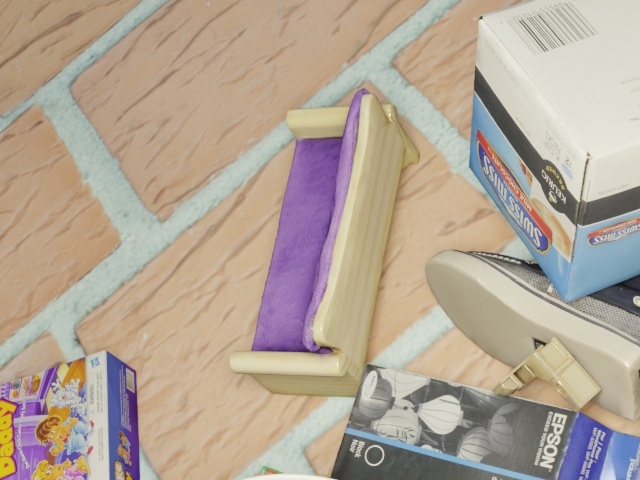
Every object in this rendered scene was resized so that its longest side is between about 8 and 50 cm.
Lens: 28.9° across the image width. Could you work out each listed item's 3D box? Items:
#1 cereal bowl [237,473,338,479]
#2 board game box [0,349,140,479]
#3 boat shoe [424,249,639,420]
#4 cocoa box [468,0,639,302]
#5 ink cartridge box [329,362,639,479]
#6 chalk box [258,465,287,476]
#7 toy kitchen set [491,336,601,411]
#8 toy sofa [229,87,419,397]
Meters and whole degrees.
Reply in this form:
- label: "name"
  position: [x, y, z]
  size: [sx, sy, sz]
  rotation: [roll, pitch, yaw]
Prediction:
- label: "cereal bowl"
  position: [-0.029, 0.387, 1.109]
  size: [0.339, 0.141, 0.339]
  rotation: [5, 56, -7]
- label: "board game box"
  position: [-0.345, 0.337, 1.566]
  size: [0.233, 0.078, 0.347]
  rotation: [-19, 56, 17]
- label: "boat shoe"
  position: [0.283, 0.070, 1.387]
  size: [0.158, 0.127, 0.340]
  rotation: [-35, 42, -24]
- label: "cocoa box"
  position: [0.361, -0.133, 1.309]
  size: [0.347, 0.228, 0.231]
  rotation: [-20, 52, -13]
- label: "ink cartridge box"
  position: [0.177, 0.247, 1.350]
  size: [0.332, 0.065, 0.165]
  rotation: [9, 72, 30]
- label: "chalk box"
  position: [-0.012, 0.331, 1.310]
  size: [0.132, 0.213, 0.132]
  rotation: [14, 69, 33]
- label: "toy kitchen set"
  position: [0.234, 0.160, 1.312]
  size: [0.068, 0.083, 0.075]
  rotation: [-36, 77, -24]
- label: "toy sofa"
  position: [0.000, 0.000, 1.520]
  size: [0.150, 0.177, 0.362]
  rotation: [-1, 63, 27]
